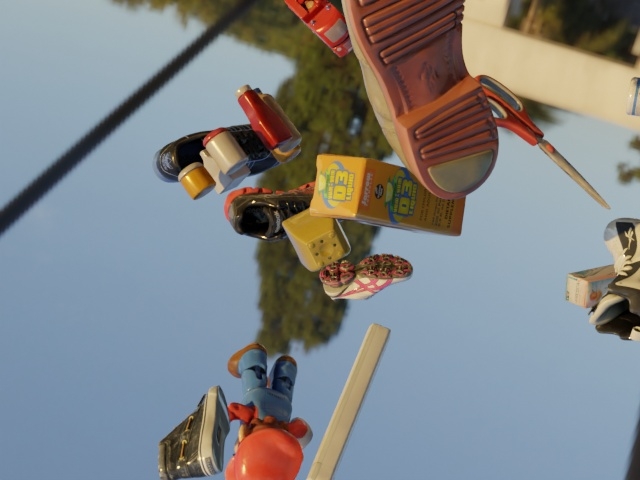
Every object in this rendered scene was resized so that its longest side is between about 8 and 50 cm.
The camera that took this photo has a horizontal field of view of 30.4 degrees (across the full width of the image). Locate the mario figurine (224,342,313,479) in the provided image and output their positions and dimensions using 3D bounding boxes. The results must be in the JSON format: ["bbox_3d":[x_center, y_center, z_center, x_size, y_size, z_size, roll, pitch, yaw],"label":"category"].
[{"bbox_3d":[-0.117,0.335,2.067,0.198,0.170,0.320,-4,-146,3],"label":"mario figurine"}]

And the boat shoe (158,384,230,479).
[{"bbox_3d":[-0.176,0.264,1.624,0.083,0.065,0.183,-14,-157,7],"label":"boat shoe"}]

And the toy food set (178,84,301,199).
[{"bbox_3d":[-0.115,-0.146,1.631,0.232,0.111,0.104,-28,-101,-45],"label":"toy food set"}]

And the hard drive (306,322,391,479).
[{"bbox_3d":[0.032,0.346,2.097,0.047,0.233,0.353,22,-132,5],"label":"hard drive"}]

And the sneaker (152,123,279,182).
[{"bbox_3d":[-0.131,-0.131,1.757,0.232,0.081,0.090,-16,-176,-23],"label":"sneaker"}]

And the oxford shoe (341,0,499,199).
[{"bbox_3d":[0.078,-0.234,1.288,0.140,0.397,0.146,-24,-151,-15],"label":"oxford shoe"}]

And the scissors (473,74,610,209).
[{"bbox_3d":[0.362,-0.165,1.912,0.297,0.021,0.109,35,-138,-1],"label":"scissors"}]

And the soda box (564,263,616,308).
[{"bbox_3d":[0.576,0.087,2.354,0.183,0.058,0.063,-9,-161,-32],"label":"soda box"}]

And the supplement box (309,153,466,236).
[{"bbox_3d":[0.089,-0.053,1.470,0.080,0.078,0.233,9,-179,41],"label":"supplement box"}]

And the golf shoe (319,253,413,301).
[{"bbox_3d":[0.097,0.077,2.332,0.186,0.086,0.067,-7,-137,16],"label":"golf shoe"}]

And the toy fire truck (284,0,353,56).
[{"bbox_3d":[-0.031,-0.337,1.599,0.135,0.047,0.192,38,-170,-45],"label":"toy fire truck"}]

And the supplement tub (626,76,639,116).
[{"bbox_3d":[0.606,-0.253,2.111,0.107,0.071,0.071,9,-168,15],"label":"supplement tub"}]

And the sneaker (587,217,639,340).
[{"bbox_3d":[0.425,0.060,1.653,0.153,0.094,0.235,-11,-131,-18],"label":"sneaker"}]

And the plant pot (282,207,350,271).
[{"bbox_3d":[0.000,0.000,1.791,0.081,0.081,0.083,-27,-158,-2],"label":"plant pot"}]

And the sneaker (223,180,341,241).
[{"bbox_3d":[-0.054,-0.054,2.305,0.276,0.097,0.135,-4,-159,0],"label":"sneaker"}]
